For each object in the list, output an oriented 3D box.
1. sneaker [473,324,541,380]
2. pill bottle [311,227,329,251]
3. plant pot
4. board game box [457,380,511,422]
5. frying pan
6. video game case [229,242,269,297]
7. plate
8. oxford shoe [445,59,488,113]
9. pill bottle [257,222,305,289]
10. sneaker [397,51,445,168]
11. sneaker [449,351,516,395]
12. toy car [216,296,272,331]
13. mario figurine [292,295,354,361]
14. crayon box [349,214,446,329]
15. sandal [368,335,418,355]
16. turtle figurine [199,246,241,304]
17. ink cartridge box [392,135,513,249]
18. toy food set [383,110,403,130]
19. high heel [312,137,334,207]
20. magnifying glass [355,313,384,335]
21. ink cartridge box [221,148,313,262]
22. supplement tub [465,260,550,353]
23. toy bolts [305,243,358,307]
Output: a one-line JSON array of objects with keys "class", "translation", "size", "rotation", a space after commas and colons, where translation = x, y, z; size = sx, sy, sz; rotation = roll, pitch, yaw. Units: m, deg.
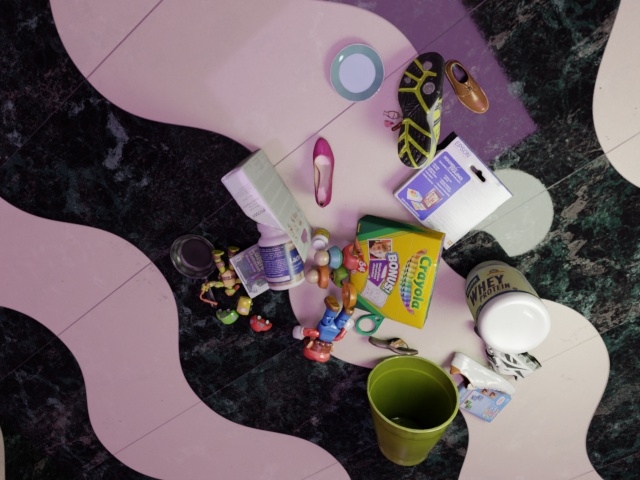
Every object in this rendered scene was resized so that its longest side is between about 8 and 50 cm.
[{"class": "sneaker", "translation": [0.736, 0.471, 1.807], "size": [0.330, 0.122, 0.146], "rotation": [36, 109, -8]}, {"class": "pill bottle", "translation": [0.000, 0.000, 1.702], "size": [0.065, 0.116, 0.065], "rotation": [2, 112, 5]}, {"class": "plant pot", "translation": [0.370, 0.745, 1.862], "size": [0.365, 0.367, 0.353], "rotation": [3, 124, 5]}, {"class": "board game box", "translation": [0.703, 0.697, 1.946], "size": [0.211, 0.039, 0.160], "rotation": [29, 111, -4]}, {"class": "frying pan", "translation": [-0.478, 0.111, 1.833], "size": [0.197, 0.053, 0.326], "rotation": [-36, 105, 17]}, {"class": "video game case", "translation": [-0.250, 0.113, 1.785], "size": [0.173, 0.022, 0.191], "rotation": [-29, 108, -13]}, {"class": "plate", "translation": [0.126, -0.573, 1.511], "size": [0.187, 0.024, 0.188], "rotation": [2, 113, 5]}, {"class": "oxford shoe", "translation": [0.490, -0.508, 1.471], "size": [0.076, 0.076, 0.212], "rotation": [-41, 104, 17]}, {"class": "pill bottle", "translation": [-0.158, 0.046, 1.712], "size": [0.153, 0.153, 0.265], "rotation": [-10, 104, 10]}, {"class": "sneaker", "translation": [0.340, -0.434, 1.493], "size": [0.145, 0.147, 0.386], "rotation": [13, 96, 25]}, {"class": "sneaker", "translation": [0.673, 0.593, 1.854], "size": [0.289, 0.106, 0.123], "rotation": [30, 77, 4]}, {"class": "toy car", "translation": [-0.349, 0.327, 1.875], "size": [0.224, 0.053, 0.239], "rotation": [-6, 136, 23]}, {"class": "mario figurine", "translation": [0.014, 0.362, 1.849], "size": [0.198, 0.170, 0.321], "rotation": [34, 116, 12]}, {"class": "crayon box", "translation": [0.278, 0.116, 1.671], "size": [0.312, 0.106, 0.364], "rotation": [15, 113, 23]}, {"class": "sandal", "translation": [0.314, 0.439, 1.874], "size": [0.219, 0.090, 0.060], "rotation": [18, 91, 6]}, {"class": "turtle figurine", "translation": [-0.367, 0.137, 1.810], "size": [0.269, 0.087, 0.218], "rotation": [-7, 108, -17]}, {"class": "ink cartridge box", "translation": [0.478, -0.171, 1.612], "size": [0.303, 0.072, 0.307], "rotation": [44, 107, -10]}, {"class": "toy food set", "translation": [0.279, -0.415, 1.559], "size": [0.122, 0.019, 0.078], "rotation": [7, 112, 3]}, {"class": "high heel", "translation": [0.005, -0.244, 1.603], "size": [0.082, 0.117, 0.244], "rotation": [4, 112, 5]}, {"class": "magnifying glass", "translation": [0.248, 0.324, 1.857], "size": [0.230, 0.026, 0.092], "rotation": [-36, 104, 20]}, {"class": "ink cartridge box", "translation": [-0.170, -0.119, 1.570], "size": [0.091, 0.308, 0.385], "rotation": [-28, 107, 15]}, {"class": "supplement tub", "translation": [0.664, 0.229, 1.609], "size": [0.235, 0.325, 0.236], "rotation": [2, 112, 5]}, {"class": "toy bolts", "translation": [0.043, 0.131, 1.664], "size": [0.158, 0.218, 0.229], "rotation": [0, 131, -16]}]
